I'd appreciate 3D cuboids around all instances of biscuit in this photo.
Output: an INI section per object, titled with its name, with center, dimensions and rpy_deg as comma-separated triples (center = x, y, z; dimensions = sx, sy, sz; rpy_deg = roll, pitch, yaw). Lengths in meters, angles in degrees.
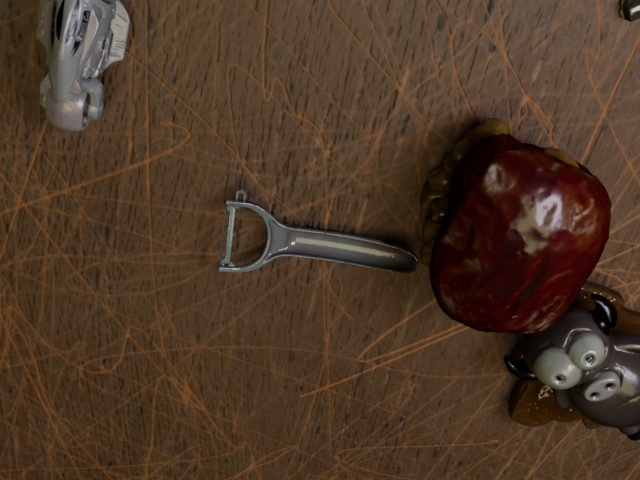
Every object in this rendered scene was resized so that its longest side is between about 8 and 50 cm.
[biscuit]
center = 0.407, 0.168, 1.121
dimensions = 0.278, 0.043, 0.301
rpy_deg = -17, 116, 12

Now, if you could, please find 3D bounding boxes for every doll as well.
[doll]
center = 0.394, 0.187, 1.041
dimensions = 0.257, 0.117, 0.182
rpy_deg = 37, 118, -18

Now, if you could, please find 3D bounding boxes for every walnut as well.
[walnut]
center = 0.229, -0.007, 0.934
dimensions = 0.244, 0.222, 0.269
rpy_deg = 28, 114, 21

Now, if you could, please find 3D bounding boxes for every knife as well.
[knife]
center = 0.000, -0.001, 1.020
dimensions = 0.278, 0.053, 0.123
rpy_deg = 7, 116, -5

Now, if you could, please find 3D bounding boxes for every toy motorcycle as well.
[toy motorcycle]
center = -0.285, -0.242, 0.849
dimensions = 0.112, 0.112, 0.254
rpy_deg = 13, 118, -7

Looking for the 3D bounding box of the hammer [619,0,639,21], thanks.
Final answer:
[hammer]
center = 0.498, -0.327, 0.841
dimensions = 0.297, 0.027, 0.125
rpy_deg = -20, 114, 11
